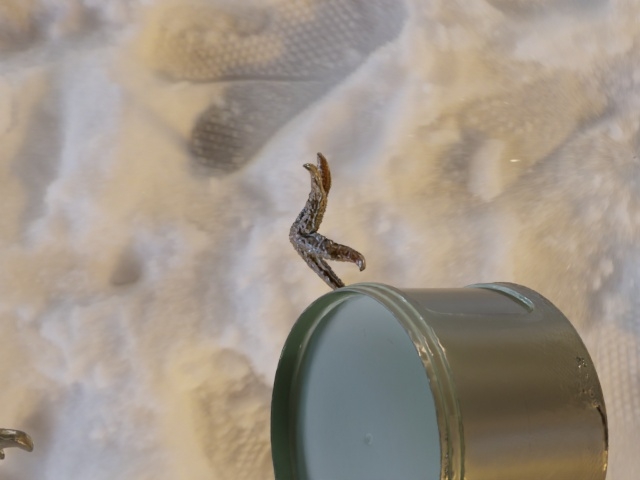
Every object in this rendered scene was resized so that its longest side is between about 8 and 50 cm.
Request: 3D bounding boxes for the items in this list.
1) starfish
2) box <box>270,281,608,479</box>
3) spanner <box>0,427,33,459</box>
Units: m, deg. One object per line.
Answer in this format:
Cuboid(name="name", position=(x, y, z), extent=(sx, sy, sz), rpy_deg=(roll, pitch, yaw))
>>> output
Cuboid(name="starfish", position=(-0.005, 0.003, 1.025), extent=(0.041, 0.130, 0.133), rpy_deg=(-16, 84, -16))
Cuboid(name="box", position=(0.081, 0.143, 0.918), extent=(0.226, 0.149, 0.226), rpy_deg=(-3, 87, 57))
Cuboid(name="spanner", position=(-0.378, 0.158, 1.175), extent=(0.054, 0.254, 0.015), rpy_deg=(-24, 49, 27))
